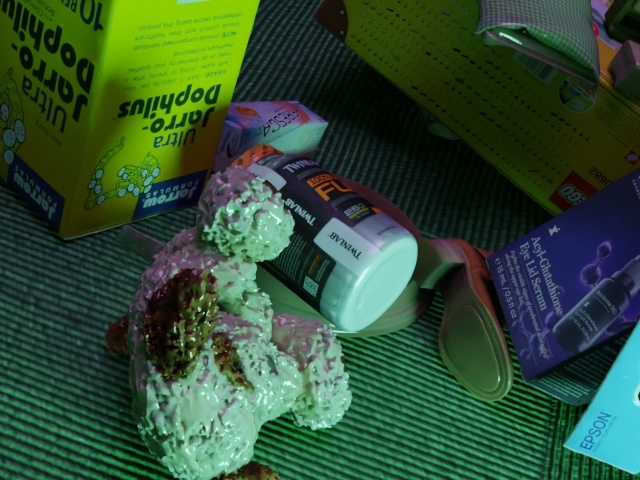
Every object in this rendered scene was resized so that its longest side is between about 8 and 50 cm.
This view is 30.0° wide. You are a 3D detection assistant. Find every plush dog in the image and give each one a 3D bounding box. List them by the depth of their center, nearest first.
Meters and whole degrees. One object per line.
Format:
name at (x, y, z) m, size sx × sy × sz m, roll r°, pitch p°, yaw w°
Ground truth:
plush dog at (-0.099, 0.099, 0.997) m, size 0.210 × 0.262 × 0.225 m, roll -16°, pitch 25°, yaw 8°

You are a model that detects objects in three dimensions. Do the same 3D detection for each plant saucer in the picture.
plant saucer at (0.000, 0.000, 1.309) m, size 0.277 × 0.041 × 0.278 m, roll 14°, pitch 34°, yaw -10°

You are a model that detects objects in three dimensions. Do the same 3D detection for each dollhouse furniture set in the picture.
dollhouse furniture set at (0.330, -0.279, 1.341) m, size 0.301 × 0.151 × 0.198 m, roll 20°, pitch 41°, yaw -19°

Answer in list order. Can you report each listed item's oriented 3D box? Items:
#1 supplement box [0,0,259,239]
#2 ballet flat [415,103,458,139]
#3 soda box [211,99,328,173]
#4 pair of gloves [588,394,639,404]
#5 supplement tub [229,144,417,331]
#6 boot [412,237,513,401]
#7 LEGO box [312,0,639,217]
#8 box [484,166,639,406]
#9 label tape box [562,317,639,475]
supplement box at (-0.208, -0.212, 1.219) m, size 0.195 × 0.357 × 0.194 m, roll -19°, pitch 49°, yaw -44°
ballet flat at (0.155, -0.220, 1.648) m, size 0.077 × 0.079 × 0.221 m, roll -26°, pitch 33°, yaw 13°
soda box at (-0.072, -0.123, 1.393) m, size 0.058 × 0.063 × 0.183 m, roll 38°, pitch 26°, yaw 25°
pair of gloves at (0.368, 0.192, 1.233) m, size 0.198 × 0.023 × 0.159 m, roll -13°, pitch 44°, yaw -40°
supplement tub at (-0.008, -0.008, 1.175) m, size 0.190 × 0.117 × 0.117 m, roll 38°, pitch 38°, yaw 24°
boot at (0.184, 0.078, 1.264) m, size 0.152 × 0.073 × 0.197 m, roll 8°, pitch 51°, yaw -48°
LEGO box at (0.298, -0.259, 1.581) m, size 0.500 × 0.193 × 0.372 m, roll 40°, pitch 37°, yaw 6°
box at (0.290, 0.046, 1.181) m, size 0.108 × 0.207 × 0.153 m, roll 27°, pitch 38°, yaw -43°
label tape box at (0.421, 0.116, 1.066) m, size 0.347 × 0.249 × 0.115 m, roll 16°, pitch 34°, yaw -5°
